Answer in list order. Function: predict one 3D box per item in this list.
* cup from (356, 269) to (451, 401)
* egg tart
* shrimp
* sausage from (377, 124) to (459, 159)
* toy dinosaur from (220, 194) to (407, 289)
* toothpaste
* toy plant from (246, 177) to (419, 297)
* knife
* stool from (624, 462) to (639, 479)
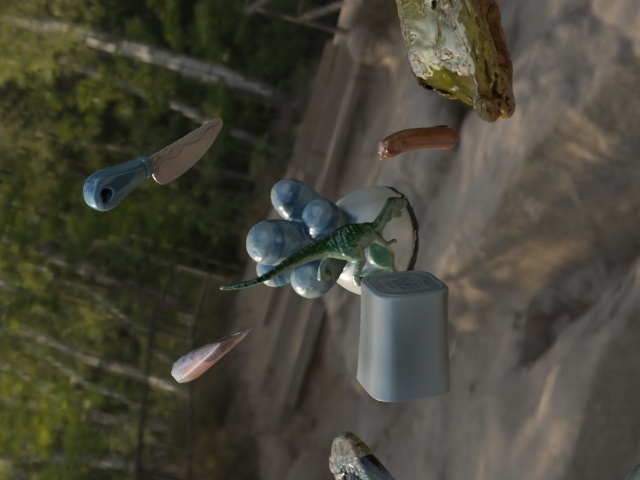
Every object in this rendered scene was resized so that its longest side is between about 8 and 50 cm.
[{"bbox_3d":[0.089,0.104,1.275,0.128,0.095,0.129,-135,43,-67],"label":"cup"},{"bbox_3d":[0.170,-0.308,1.498,0.341,0.129,0.341,-12,-90,-77],"label":"egg tart"},{"bbox_3d":[0.064,0.321,1.488,0.161,0.034,0.091,40,125,44],"label":"shrimp"},{"bbox_3d":[0.167,-0.167,1.892,0.176,0.040,0.047,-12,-27,-41],"label":"sausage"},{"bbox_3d":[0.014,0.049,2.048,0.076,0.383,0.129,30,147,56],"label":"toy dinosaur"},{"bbox_3d":[-0.175,0.178,1.758,0.067,0.043,0.194,-24,-7,-40],"label":"toothpaste"},{"bbox_3d":[0.000,0.000,2.198,0.247,0.332,0.247,-4,85,53],"label":"toy plant"},{"bbox_3d":[-0.214,-0.100,1.498,0.244,0.032,0.058,-32,-59,-41],"label":"knife"},{"bbox_3d":[0.480,0.346,1.327,0.198,0.195,0.195,-21,78,59],"label":"stool"}]
